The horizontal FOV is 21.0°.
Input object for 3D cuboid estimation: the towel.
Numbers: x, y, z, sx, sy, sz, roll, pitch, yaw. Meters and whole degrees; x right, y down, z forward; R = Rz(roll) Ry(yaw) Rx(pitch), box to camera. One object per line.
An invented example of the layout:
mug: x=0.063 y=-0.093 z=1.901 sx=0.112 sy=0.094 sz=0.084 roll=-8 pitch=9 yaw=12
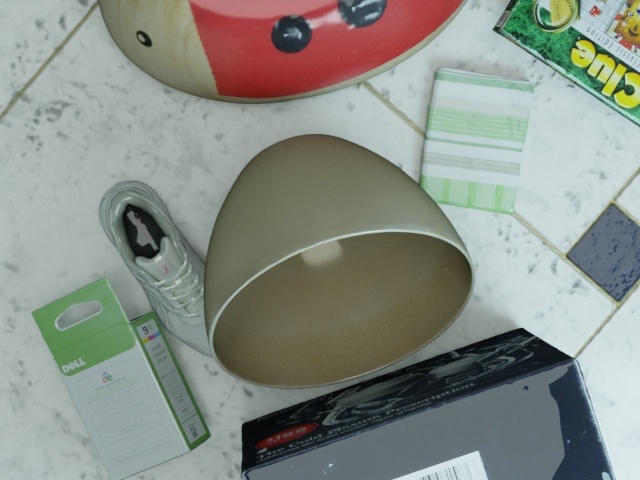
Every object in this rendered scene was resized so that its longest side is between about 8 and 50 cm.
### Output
towel: x=0.172 y=-0.111 z=1.925 sx=0.113 sy=0.023 sz=0.152 roll=9 pitch=94 yaw=-1

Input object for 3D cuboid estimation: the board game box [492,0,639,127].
board game box: x=0.328 y=-0.219 z=1.891 sx=0.259 sy=0.030 sz=0.136 roll=30 pitch=95 yaw=-17

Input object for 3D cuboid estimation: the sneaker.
sneaker: x=-0.163 y=0.039 z=1.866 sx=0.090 sy=0.115 sz=0.232 roll=-40 pitch=93 yaw=0

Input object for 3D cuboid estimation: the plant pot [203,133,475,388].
plant pot: x=0.000 y=0.000 z=1.819 sx=0.284 sy=0.284 sz=0.191 roll=-17 pitch=58 yaw=-2

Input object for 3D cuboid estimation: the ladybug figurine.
ladybug figurine: x=-0.021 y=-0.309 z=1.835 sx=0.449 sy=0.162 sz=0.305 roll=-19 pitch=93 yaw=-2

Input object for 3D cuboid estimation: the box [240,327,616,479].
box: x=0.102 y=0.237 z=1.780 sx=0.343 sy=0.312 sz=0.179 roll=-19 pitch=92 yaw=-2

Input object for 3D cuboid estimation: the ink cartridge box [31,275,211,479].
ink cartridge box: x=-0.216 y=0.146 z=1.877 sx=0.109 sy=0.062 sz=0.209 roll=-24 pitch=93 yaw=24
